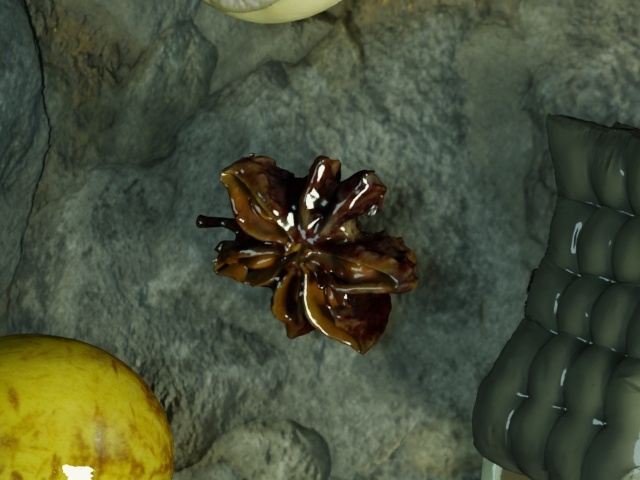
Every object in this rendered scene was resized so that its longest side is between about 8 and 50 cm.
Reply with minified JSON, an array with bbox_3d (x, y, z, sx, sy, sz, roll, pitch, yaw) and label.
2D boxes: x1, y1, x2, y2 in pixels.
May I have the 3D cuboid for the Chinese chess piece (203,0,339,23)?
[{"bbox_3d":[-0.053,-0.355,1.473,0.270,0.112,0.270,8,103,39],"label":"Chinese chess piece"}]

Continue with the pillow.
[{"bbox_3d":[0.249,0.057,1.213,0.228,0.101,0.326,18,94,61],"label":"pillow"}]

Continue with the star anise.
[{"bbox_3d":[0.000,0.000,1.411,0.220,0.126,0.190,48,141,6],"label":"star anise"}]

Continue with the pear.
[{"bbox_3d":[-0.296,0.226,1.508,0.281,0.281,0.280,-5,81,34],"label":"pear"}]

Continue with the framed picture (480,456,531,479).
[{"bbox_3d":[0.232,0.332,1.277,0.232,0.019,0.296,6,88,35],"label":"framed picture"}]
